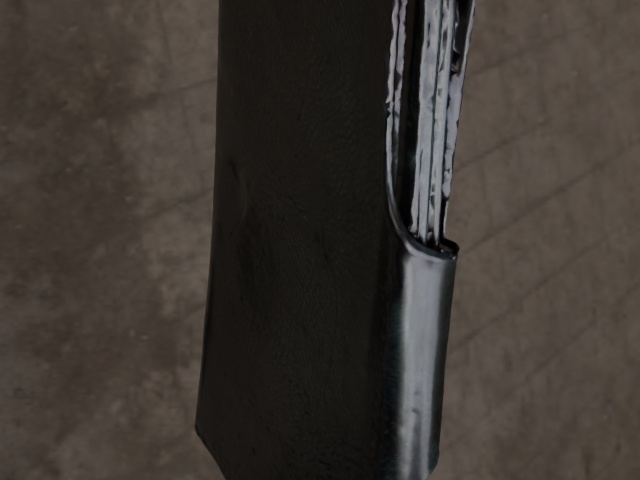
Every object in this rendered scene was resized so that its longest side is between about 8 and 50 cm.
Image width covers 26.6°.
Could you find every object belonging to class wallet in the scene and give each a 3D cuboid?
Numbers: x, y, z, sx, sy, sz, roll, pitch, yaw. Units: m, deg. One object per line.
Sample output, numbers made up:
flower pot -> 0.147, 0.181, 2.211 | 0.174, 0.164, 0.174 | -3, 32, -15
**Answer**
wallet -> 0.000, 0.000, 0.500 | 0.045, 0.172, 0.318 | -10, 126, -21
